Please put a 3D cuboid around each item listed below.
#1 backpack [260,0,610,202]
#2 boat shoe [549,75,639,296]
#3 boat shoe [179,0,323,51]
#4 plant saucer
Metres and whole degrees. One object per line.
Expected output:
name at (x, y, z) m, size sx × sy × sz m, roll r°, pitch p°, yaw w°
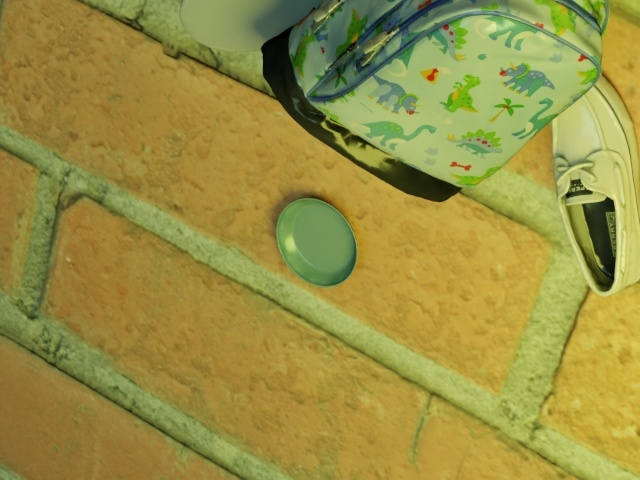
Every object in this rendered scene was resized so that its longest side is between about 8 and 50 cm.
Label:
backpack at (0.149, -0.210, 1.922) m, size 0.290 × 0.273 × 0.355 m, roll 31°, pitch 118°, yaw -26°
boat shoe at (0.301, -0.064, 1.990) m, size 0.095 × 0.084 × 0.258 m, roll -12°, pitch 103°, yaw 37°
boat shoe at (0.000, -0.350, 2.033) m, size 0.367 × 0.156 × 0.136 m, roll -30°, pitch 121°, yaw 28°
plant saucer at (0.000, 0.000, 2.262) m, size 0.119 × 0.021 × 0.119 m, roll 14°, pitch 118°, yaw 28°
